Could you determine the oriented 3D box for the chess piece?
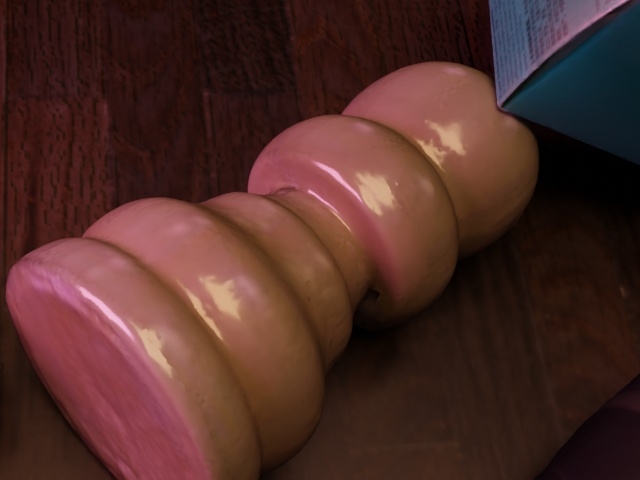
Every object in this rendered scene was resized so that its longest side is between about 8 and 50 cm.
[{"bbox_3d":[0.000,0.000,0.598,0.300,0.167,0.167,-37,72,-29],"label":"chess piece"}]

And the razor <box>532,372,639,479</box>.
[{"bbox_3d":[0.157,0.203,0.526,0.349,0.113,0.204,-38,71,-23],"label":"razor"}]

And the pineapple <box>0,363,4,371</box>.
[{"bbox_3d":[-0.260,0.052,0.533,0.225,0.076,0.225,7,33,-5],"label":"pineapple"}]

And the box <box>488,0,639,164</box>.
[{"bbox_3d":[0.250,-0.138,0.673,0.311,0.118,0.205,16,59,-27],"label":"box"}]
